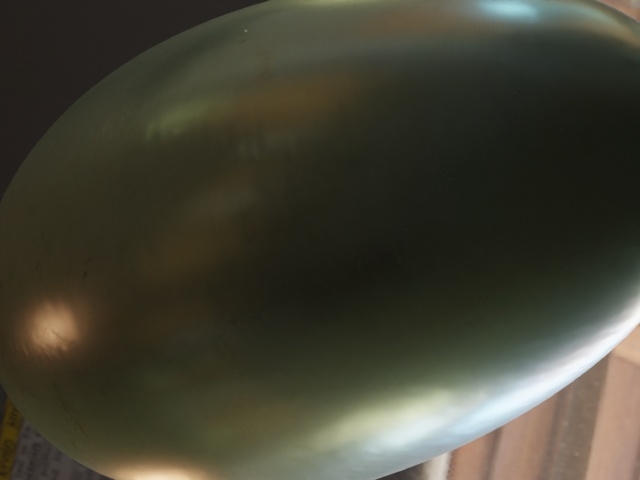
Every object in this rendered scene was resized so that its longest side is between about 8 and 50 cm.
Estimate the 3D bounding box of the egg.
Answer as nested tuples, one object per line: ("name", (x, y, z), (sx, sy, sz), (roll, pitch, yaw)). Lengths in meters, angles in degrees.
("egg", (0.000, 0.000, 0.576), (0.230, 0.371, 0.230), (39, -139, -44))
